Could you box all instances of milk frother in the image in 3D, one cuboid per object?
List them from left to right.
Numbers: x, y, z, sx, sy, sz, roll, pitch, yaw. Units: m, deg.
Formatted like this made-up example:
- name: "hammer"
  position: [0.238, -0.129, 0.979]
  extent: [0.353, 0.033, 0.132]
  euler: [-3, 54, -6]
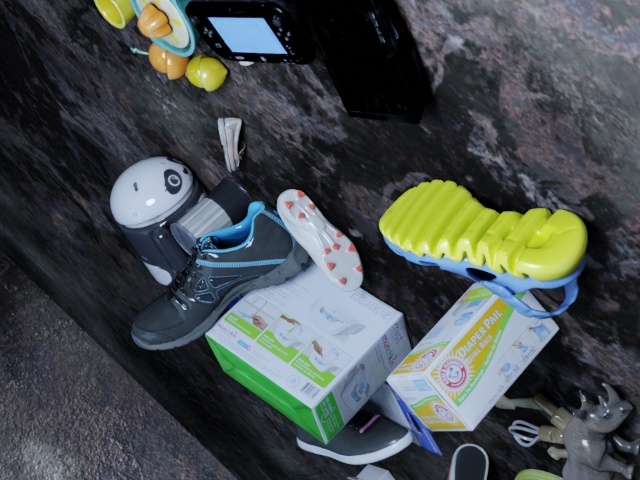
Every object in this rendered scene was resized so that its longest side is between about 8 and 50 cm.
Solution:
- name: "milk frother"
  position: [-0.162, -0.024, 1.918]
  extent: [0.129, 0.135, 0.143]
  euler: [51, 157, -15]

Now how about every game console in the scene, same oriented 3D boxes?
- name: "game console"
  position: [-0.029, -0.251, 1.391]
  extent: [0.361, 0.044, 0.213]
  euler: [12, 141, 44]

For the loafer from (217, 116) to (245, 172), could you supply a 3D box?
- name: "loafer"
  position: [-0.139, -0.154, 1.788]
  extent: [0.125, 0.039, 0.045]
  euler: [82, 179, -57]

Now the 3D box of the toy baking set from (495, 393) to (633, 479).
- name: "toy baking set"
  position: [0.366, 0.311, 1.704]
  extent: [0.256, 0.030, 0.196]
  euler: [39, 156, 15]

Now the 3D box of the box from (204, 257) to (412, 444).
- name: "box"
  position: [-0.019, 0.172, 1.876]
  extent: [0.262, 0.231, 0.126]
  euler: [29, 152, 34]

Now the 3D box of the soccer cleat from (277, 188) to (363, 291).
- name: "soccer cleat"
  position: [0.000, 0.000, 1.780]
  extent: [0.196, 0.068, 0.076]
  euler: [53, 162, 1]

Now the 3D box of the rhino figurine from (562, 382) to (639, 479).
- name: "rhino figurine"
  position: [0.394, 0.297, 1.549]
  extent: [0.106, 0.073, 0.243]
  euler: [11, 127, 25]

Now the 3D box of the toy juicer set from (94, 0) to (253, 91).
- name: "toy juicer set"
  position: [-0.204, -0.298, 1.596]
  extent: [0.329, 0.089, 0.209]
  euler: [7, 136, 56]

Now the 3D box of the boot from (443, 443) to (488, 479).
- name: "boot"
  position: [0.245, 0.509, 1.992]
  extent: [0.088, 0.244, 0.176]
  euler: [15, 152, 5]

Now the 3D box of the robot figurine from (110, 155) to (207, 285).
- name: "robot figurine"
  position: [-0.273, -0.028, 2.062]
  extent: [0.209, 0.173, 0.278]
  euler: [13, 141, 48]

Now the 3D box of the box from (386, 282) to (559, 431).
- name: "box"
  position: [0.207, 0.154, 1.494]
  extent: [0.103, 0.203, 0.114]
  euler: [49, 157, -8]

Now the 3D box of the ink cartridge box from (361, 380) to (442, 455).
- name: "ink cartridge box"
  position: [0.102, 0.273, 2.054]
  extent: [0.311, 0.065, 0.185]
  euler: [25, 151, 46]

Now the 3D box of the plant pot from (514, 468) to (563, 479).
- name: "plant pot"
  position: [0.368, 0.572, 1.847]
  extent: [0.276, 0.254, 0.276]
  euler: [38, 156, 20]

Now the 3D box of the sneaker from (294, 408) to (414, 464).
- name: "sneaker"
  position: [0.039, 0.322, 2.040]
  extent: [0.296, 0.105, 0.146]
  euler: [-3, 113, 49]

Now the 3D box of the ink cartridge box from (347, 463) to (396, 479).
- name: "ink cartridge box"
  position: [0.130, 0.578, 2.474]
  extent: [0.143, 0.090, 0.092]
  euler: [55, 155, -18]

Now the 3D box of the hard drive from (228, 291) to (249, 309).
- name: "hard drive"
  position: [-0.100, 0.207, 2.241]
  extent: [0.318, 0.040, 0.210]
  euler: [55, 167, -9]

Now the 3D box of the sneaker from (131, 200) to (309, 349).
- name: "sneaker"
  position: [-0.193, 0.055, 1.857]
  extent: [0.139, 0.341, 0.125]
  euler: [51, -173, -38]

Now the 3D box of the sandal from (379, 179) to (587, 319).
- name: "sandal"
  position: [0.204, 0.019, 1.389]
  extent: [0.317, 0.126, 0.138]
  euler: [23, 152, 46]
